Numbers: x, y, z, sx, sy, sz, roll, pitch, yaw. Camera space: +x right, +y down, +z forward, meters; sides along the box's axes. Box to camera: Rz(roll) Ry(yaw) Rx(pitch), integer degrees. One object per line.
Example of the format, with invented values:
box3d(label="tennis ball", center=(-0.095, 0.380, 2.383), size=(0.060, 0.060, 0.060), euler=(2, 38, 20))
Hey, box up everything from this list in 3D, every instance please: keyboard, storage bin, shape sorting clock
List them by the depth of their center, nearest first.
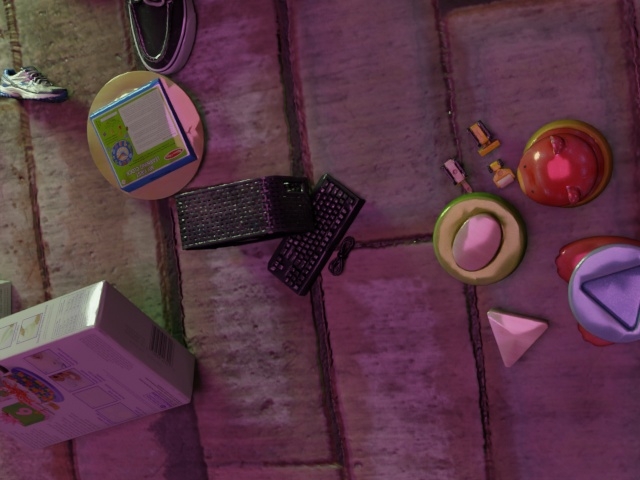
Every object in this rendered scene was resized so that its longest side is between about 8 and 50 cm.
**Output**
box3d(label="storage bin", center=(-0.112, -0.039, 1.549), size=(0.180, 0.122, 0.084), euler=(-11, 86, 28))
box3d(label="keyboard", center=(0.000, 0.000, 1.572), size=(0.108, 0.023, 0.180), euler=(37, 108, 14))
box3d(label="shape sorting clock", center=(-0.278, -0.166, 1.656), size=(0.206, 0.040, 0.206), euler=(4, 101, 20))

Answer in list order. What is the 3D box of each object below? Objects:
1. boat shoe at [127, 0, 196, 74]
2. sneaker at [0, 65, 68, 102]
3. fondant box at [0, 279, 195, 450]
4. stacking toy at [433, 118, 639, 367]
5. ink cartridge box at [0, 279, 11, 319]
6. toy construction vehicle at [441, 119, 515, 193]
box3d(label="boat shoe", center=(-0.256, -0.401, 1.575), size=(0.113, 0.105, 0.306), euler=(14, 110, 21))
box3d(label="sneaker", center=(-0.478, -0.260, 1.723), size=(0.135, 0.052, 0.058), euler=(9, 95, 20))
box3d(label="fondant box", center=(-0.401, 0.206, 1.641), size=(0.330, 0.238, 0.096), euler=(-20, 45, 22))
box3d(label="stacking toy", center=(0.298, 0.024, 1.377), size=(0.280, 0.130, 0.308), euler=(-30, 89, 18))
box3d(label="ink cartridge box", center=(-0.626, 0.161, 1.726), size=(0.100, 0.237, 0.171), euler=(5, 98, 22))
box3d(label="toy construction vehicle", center=(0.222, -0.107, 1.469), size=(0.086, 0.035, 0.098), euler=(-37, 84, 10))
